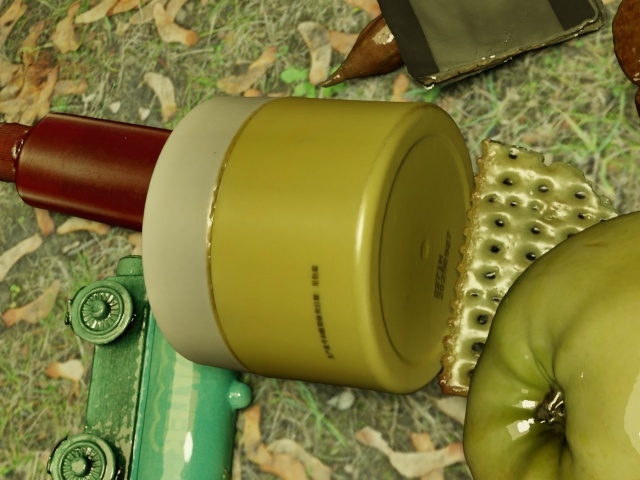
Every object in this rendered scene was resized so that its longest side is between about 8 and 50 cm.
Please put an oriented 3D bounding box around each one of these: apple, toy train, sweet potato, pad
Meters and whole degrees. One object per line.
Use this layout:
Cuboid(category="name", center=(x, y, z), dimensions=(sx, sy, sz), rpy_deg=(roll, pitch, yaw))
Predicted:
Cuboid(category="apple", center=(0.216, 0.109, 0.720), dimensions=(0.262, 0.262, 0.262), rpy_deg=(-10, 67, 24))
Cuboid(category="toy train", center=(-0.135, 0.131, 0.990), dimensions=(0.159, 0.101, 0.248), rpy_deg=(-2, 71, 13))
Cuboid(category="sweet potato", center=(0.048, -0.169, 1.031), dimensions=(0.117, 0.049, 0.049), rpy_deg=(-34, 59, 8))
Cuboid(category="pad", center=(0.122, -0.242, 1.012), dimensions=(0.174, 0.022, 0.233), rpy_deg=(-21, 60, -2))

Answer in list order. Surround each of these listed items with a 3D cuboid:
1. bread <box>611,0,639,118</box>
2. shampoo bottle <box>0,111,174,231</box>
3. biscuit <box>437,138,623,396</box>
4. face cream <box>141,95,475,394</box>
Cuboid(category="bread", center=(0.342, -0.105, 0.806), dimensions=(0.232, 0.135, 0.246), rpy_deg=(-29, 60, 14))
Cuboid(category="shampoo bottle", center=(-0.216, -0.068, 1.119), dimensions=(0.260, 0.064, 0.102), rpy_deg=(11, 77, 30))
Cuboid(category="biscuit", center=(0.172, 0.031, 0.884), dimensions=(0.144, 0.016, 0.203), rpy_deg=(12, 77, 8))
Cuboid(category="face cream", center=(0.000, 0.000, 0.891), dimensions=(0.179, 0.218, 0.218), rpy_deg=(5, 74, 28))
